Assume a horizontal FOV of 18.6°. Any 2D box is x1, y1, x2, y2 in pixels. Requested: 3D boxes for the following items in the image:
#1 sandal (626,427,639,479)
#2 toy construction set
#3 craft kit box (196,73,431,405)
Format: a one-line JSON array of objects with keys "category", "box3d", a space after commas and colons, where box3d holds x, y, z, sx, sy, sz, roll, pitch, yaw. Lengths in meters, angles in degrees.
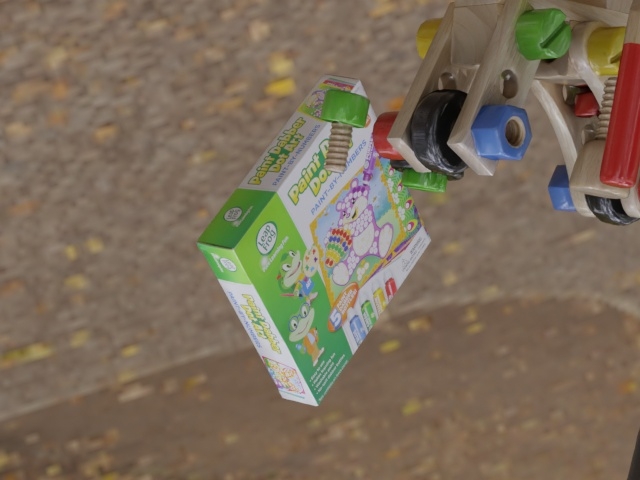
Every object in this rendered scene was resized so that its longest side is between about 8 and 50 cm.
[{"category": "sandal", "box3d": [0.216, 0.084, 0.799, 0.168, 0.445, 0.107, -9, -156, -26]}, {"category": "toy construction set", "box3d": [0.179, -0.145, 1.374, 0.257, 0.237, 0.309, 12, 177, -18]}, {"category": "craft kit box", "box3d": [0.000, 0.000, 2.028, 0.061, 0.250, 0.246, 10, 143, 38]}]
